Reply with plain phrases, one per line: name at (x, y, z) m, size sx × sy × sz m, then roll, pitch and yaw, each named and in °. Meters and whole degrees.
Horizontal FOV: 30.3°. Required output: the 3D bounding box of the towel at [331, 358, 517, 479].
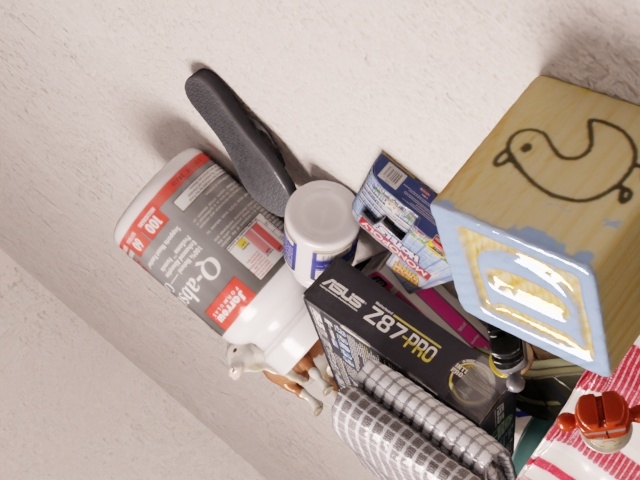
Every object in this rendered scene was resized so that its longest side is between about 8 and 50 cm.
towel at (0.145, 0.310, 1.643) m, size 0.235 × 0.121 × 0.284 m, roll 31°, pitch 161°, yaw 28°

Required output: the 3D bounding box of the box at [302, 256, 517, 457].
box at (0.142, 0.217, 1.785) m, size 0.318 × 0.097 × 0.395 m, roll 37°, pitch 164°, yaw 24°

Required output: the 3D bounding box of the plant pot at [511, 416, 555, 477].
plant pot at (0.397, 0.394, 1.686) m, size 0.196 × 0.293 × 0.293 m, roll 16°, pitch 160°, yaw -9°

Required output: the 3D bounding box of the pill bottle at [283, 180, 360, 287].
pill bottle at (0.000, 0.000, 1.763) m, size 0.112 × 0.112 × 0.187 m, roll 36°, pitch 158°, yaw 13°

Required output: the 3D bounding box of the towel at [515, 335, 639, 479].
towel at (0.394, 0.277, 1.449) m, size 0.237 × 0.037 × 0.329 m, roll 34°, pitch 112°, yaw 16°

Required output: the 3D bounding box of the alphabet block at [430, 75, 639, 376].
alphabet block at (0.256, -0.016, 1.196) m, size 0.192 × 0.197 × 0.193 m, roll 25°, pitch 154°, yaw 32°

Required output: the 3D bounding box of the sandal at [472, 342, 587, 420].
sandal at (0.328, 0.182, 1.607) m, size 0.303 × 0.086 × 0.120 m, roll -1°, pitch 135°, yaw 53°

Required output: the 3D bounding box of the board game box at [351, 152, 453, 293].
board game box at (0.122, -0.005, 1.622) m, size 0.194 × 0.060 × 0.194 m, roll 39°, pitch 158°, yaw 5°

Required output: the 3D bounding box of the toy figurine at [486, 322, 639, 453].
toy figurine at (0.309, 0.113, 1.347) m, size 0.209 × 0.213 × 0.148 m, roll 34°, pitch 174°, yaw 24°

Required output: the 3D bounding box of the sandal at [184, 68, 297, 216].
sandal at (-0.102, -0.148, 1.747) m, size 0.097 × 0.054 × 0.254 m, roll -11°, pitch 116°, yaw 55°

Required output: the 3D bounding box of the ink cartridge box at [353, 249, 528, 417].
ink cartridge box at (0.202, 0.163, 1.814) m, size 0.371 × 0.069 × 0.176 m, roll 41°, pitch 159°, yaw -7°

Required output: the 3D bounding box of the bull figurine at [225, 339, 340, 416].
bull figurine at (-0.036, 0.222, 2.100) m, size 0.188 × 0.101 × 0.310 m, roll 43°, pitch -159°, yaw 22°

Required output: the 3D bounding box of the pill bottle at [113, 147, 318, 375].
pill bottle at (-0.140, 0.037, 1.930) m, size 0.363 × 0.210 × 0.210 m, roll 41°, pitch 158°, yaw 1°
